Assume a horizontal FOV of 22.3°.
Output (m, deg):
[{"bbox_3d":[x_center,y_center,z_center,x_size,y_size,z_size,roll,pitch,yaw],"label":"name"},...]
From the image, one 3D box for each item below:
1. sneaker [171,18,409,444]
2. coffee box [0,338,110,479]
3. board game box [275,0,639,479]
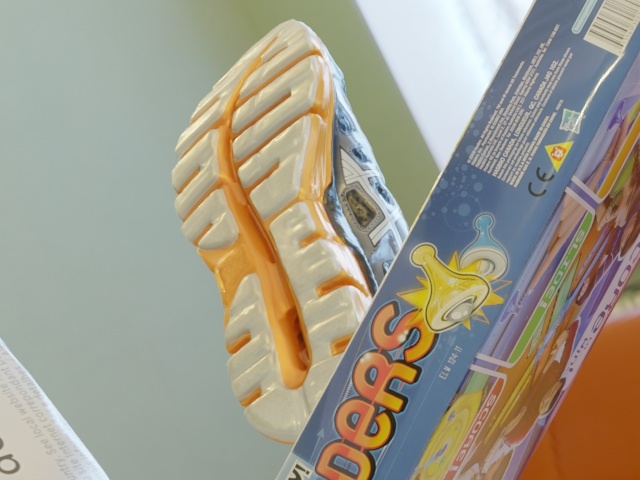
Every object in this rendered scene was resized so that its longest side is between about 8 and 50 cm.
[{"bbox_3d":[0.000,0.000,0.652,0.083,0.215,0.084,27,-51,-38],"label":"sneaker"},{"bbox_3d":[-0.299,0.204,0.680,0.334,0.337,0.338,-17,-40,-38],"label":"coffee box"},{"bbox_3d":[0.053,0.025,0.490,0.201,0.035,0.136,-62,-21,1],"label":"board game box"}]
